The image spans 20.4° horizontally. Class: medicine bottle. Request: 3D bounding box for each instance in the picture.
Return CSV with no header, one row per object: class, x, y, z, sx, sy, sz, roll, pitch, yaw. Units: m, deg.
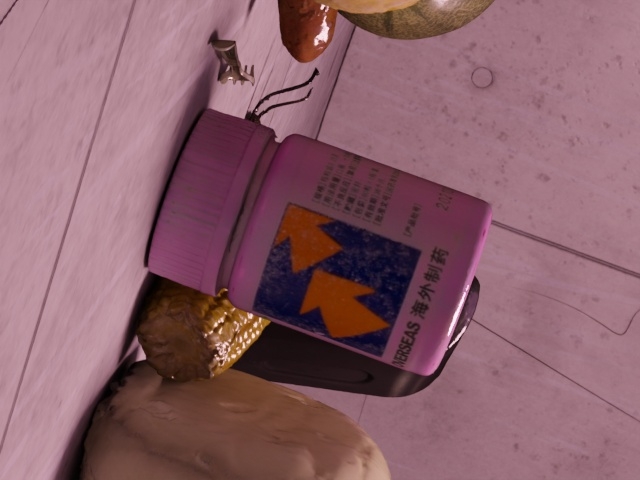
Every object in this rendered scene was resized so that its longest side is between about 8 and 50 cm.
medicine bottle,0.000,0.000,1.672,0.178,0.290,0.178,20,90,-89

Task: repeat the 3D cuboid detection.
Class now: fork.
fork,-0.079,-0.162,1.640,0.219,0.034,0.028,22,80,-89

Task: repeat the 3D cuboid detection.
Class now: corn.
corn,-0.096,0.031,1.852,0.344,0.131,0.131,-64,174,-57

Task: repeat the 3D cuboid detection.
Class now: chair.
chair,-0.067,-0.087,2.158,0.213,0.149,0.174,-28,177,-5

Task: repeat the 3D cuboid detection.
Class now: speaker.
speaker,-0.015,0.127,2.144,0.180,0.388,0.184,110,-16,-63

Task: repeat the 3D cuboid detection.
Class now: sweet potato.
sweet potato,0.018,-0.341,1.704,0.106,0.095,0.355,48,-52,39

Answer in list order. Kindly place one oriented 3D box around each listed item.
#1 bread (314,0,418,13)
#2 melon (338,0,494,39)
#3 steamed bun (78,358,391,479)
bread,0.042,-0.299,1.534,0.170,0.197,0.197,87,22,-68
melon,0.102,-0.340,1.941,0.302,0.237,0.237,-63,174,-58
steamed bun,-0.092,0.273,1.763,0.334,0.312,0.233,-36,145,-74
